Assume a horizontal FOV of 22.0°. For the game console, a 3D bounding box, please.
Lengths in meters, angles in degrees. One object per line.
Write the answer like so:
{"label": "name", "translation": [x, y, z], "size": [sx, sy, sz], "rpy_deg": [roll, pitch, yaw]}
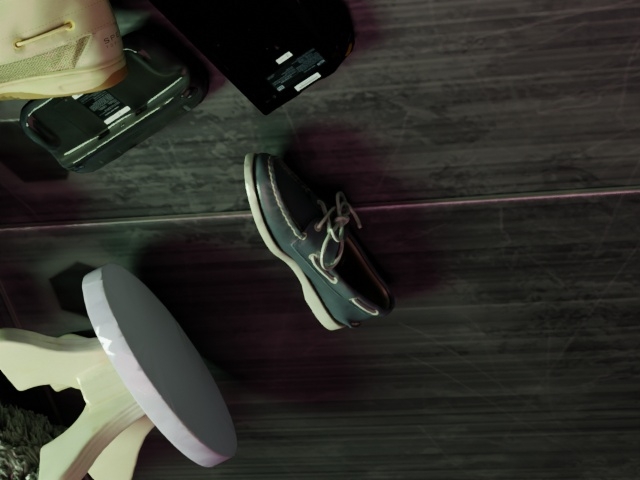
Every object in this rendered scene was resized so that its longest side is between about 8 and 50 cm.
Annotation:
{"label": "game console", "translation": [-0.157, -0.179, 1.590], "size": [0.361, 0.044, 0.213], "rpy_deg": [-29, 119, 31]}

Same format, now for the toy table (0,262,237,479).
{"label": "toy table", "translation": [-0.229, 0.167, 1.800], "size": [0.161, 0.252, 0.274], "rpy_deg": [-26, 112, 11]}

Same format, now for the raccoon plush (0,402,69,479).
{"label": "raccoon plush", "translation": [-0.415, 0.170, 1.862], "size": [0.299, 0.216, 0.446], "rpy_deg": [3, 133, -2]}

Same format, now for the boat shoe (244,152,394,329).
{"label": "boat shoe", "translation": [0.000, 0.000, 1.686], "size": [0.079, 0.095, 0.254], "rpy_deg": [-12, 130, 23]}

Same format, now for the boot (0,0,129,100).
{"label": "boot", "translation": [-0.317, -0.229, 1.499], "size": [0.262, 0.095, 0.203], "rpy_deg": [-4, 113, 6]}
